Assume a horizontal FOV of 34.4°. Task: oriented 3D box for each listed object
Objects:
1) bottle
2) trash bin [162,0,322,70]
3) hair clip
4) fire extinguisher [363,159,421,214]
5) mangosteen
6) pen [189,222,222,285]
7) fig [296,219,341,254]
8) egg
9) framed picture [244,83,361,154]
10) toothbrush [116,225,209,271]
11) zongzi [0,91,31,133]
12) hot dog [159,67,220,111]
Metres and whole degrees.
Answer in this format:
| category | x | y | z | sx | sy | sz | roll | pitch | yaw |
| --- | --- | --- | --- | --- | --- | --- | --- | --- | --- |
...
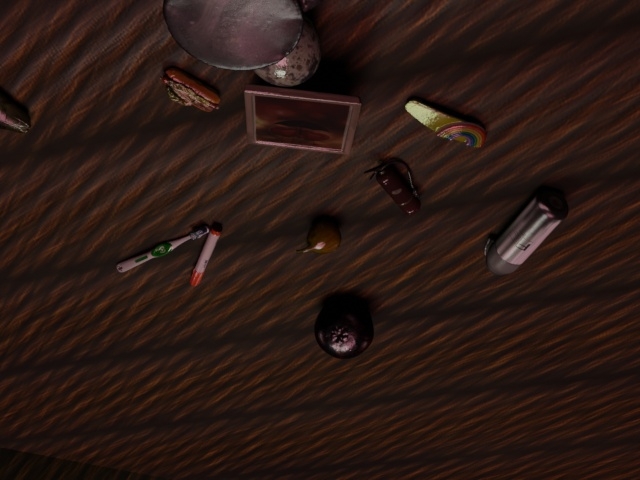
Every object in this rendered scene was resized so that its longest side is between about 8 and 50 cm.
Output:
| category | x | y | z | sx | sy | sz | roll | pitch | yaw |
| --- | --- | --- | --- | --- | --- | --- | --- | --- | --- |
| bottle | 0.432 | -0.017 | 2.217 | 0.096 | 0.079 | 0.254 | 45 | 141 | 11 |
| trash bin | -0.113 | -0.430 | 1.550 | 0.252 | 0.302 | 0.203 | -14 | 138 | 21 |
| hair clip | 0.247 | -0.226 | 1.994 | 0.188 | 0.033 | 0.060 | 21 | 140 | -20 |
| fire extinguisher | 0.161 | -0.118 | 2.147 | 0.078 | 0.045 | 0.157 | -38 | 130 | 8 |
| mangosteen | 0.061 | 0.216 | 2.534 | 0.152 | 0.153 | 0.152 | 4 | 143 | 3 |
| pen | -0.270 | 0.036 | 2.419 | 0.028 | 0.028 | 0.239 | 15 | 142 | -12 |
| fig | 0.000 | 0.000 | 2.277 | 0.084 | 0.098 | 0.082 | 4 | 125 | 37 |
| egg | -0.073 | -0.346 | 1.795 | 0.132 | 0.132 | 0.172 | -22 | 128 | 32 |
| framed picture | -0.037 | -0.225 | 1.955 | 0.211 | 0.020 | 0.289 | 6 | 166 | -2 |
| toothbrush | -0.373 | 0.022 | 2.418 | 0.303 | 0.030 | 0.030 | -22 | 135 | 35 |
| zongzi | -0.620 | -0.270 | 2.048 | 0.104 | 0.052 | 0.113 | 9 | 131 | -18 |
| hot dog | -0.251 | -0.283 | 1.978 | 0.133 | 0.041 | 0.056 | 28 | 138 | -27 |
